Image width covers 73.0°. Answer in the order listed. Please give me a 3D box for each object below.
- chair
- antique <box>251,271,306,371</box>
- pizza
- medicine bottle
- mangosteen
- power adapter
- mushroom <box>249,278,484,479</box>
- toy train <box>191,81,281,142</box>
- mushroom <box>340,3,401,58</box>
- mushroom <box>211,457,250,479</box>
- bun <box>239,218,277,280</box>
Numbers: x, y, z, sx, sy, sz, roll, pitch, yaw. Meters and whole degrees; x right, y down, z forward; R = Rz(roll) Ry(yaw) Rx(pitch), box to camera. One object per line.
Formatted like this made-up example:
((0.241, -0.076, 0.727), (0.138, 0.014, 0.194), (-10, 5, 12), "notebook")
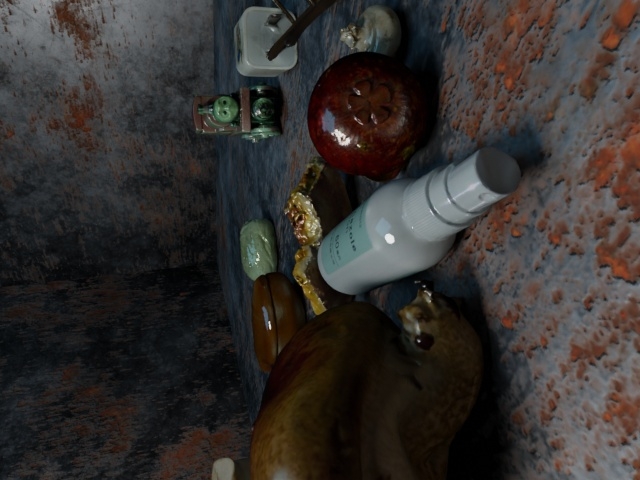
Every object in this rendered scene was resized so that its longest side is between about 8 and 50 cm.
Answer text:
((-0.017, -0.473, 0.688), (0.186, 0.319, 0.160), (43, 177, -22), "chair")
((-0.121, 0.224, 1.192), (0.223, 0.129, 0.278), (-134, 41, -60), "antique")
((0.000, 0.000, 0.737), (0.086, 0.161, 0.305), (-11, 77, 38), "pizza")
((0.096, -0.013, 0.517), (0.352, 0.110, 0.110), (137, 124, -67), "medicine bottle")
((0.049, -0.150, 0.557), (0.181, 0.146, 0.155), (-174, 76, -71), "mangosteen")
((-0.119, -0.453, 0.984), (0.205, 0.125, 0.129), (-149, 56, -68), "power adapter")
((0.068, 0.227, 0.478), (0.345, 0.260, 0.345), (44, -144, -45), "mushroom")
((-0.237, -0.354, 1.210), (0.304, 0.222, 0.150), (-156, 64, -68), "toy train")
((0.064, -0.269, 0.578), (0.085, 0.079, 0.085), (174, 90, -68), "mushroom")
((-0.067, 0.463, 0.856), (0.297, 0.290, 0.297), (175, 90, -71), "mushroom")
((-0.210, 0.035, 1.422), (0.221, 0.108, 0.221), (174, 90, -71), "bun")
